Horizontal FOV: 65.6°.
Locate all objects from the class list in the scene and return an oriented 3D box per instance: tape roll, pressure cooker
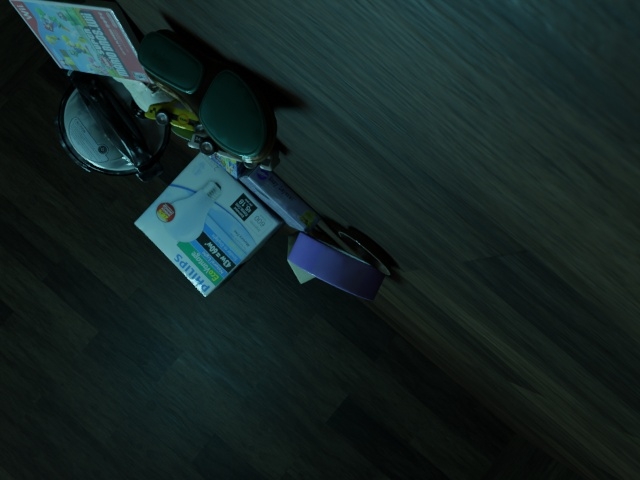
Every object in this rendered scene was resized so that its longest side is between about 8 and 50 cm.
[{"bbox_3d":[0.047,0.071,1.423,0.274,0.090,0.275,26,-179,-1],"label":"tape roll"},{"bbox_3d":[-0.722,-0.417,1.751,0.369,0.376,0.420,12,-173,-25],"label":"pressure cooker"}]

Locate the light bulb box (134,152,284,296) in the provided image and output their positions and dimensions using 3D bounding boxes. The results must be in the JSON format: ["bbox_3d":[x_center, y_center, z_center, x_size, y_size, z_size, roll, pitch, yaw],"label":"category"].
[{"bbox_3d":[-0.366,-0.067,1.722,0.358,0.361,0.225,45,-170,1],"label":"light bulb box"}]

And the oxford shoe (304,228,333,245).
[{"bbox_3d":[0.000,0.000,1.700,0.212,0.076,0.076,59,-169,-26],"label":"oxford shoe"}]

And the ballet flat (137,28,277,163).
[{"bbox_3d":[-0.166,-0.236,0.828,0.342,0.116,0.124,38,-166,24],"label":"ballet flat"}]

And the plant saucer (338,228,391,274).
[{"bbox_3d":[0.119,0.024,1.261,0.168,0.029,0.168,41,175,4],"label":"plant saucer"}]

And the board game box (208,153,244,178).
[{"bbox_3d":[-0.288,-0.268,1.454,0.136,0.035,0.201,38,163,2],"label":"board game box"}]

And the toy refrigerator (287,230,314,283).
[{"bbox_3d":[-0.061,0.048,1.788,0.102,0.094,0.269,61,-173,-18],"label":"toy refrigerator"}]

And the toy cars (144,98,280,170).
[{"bbox_3d":[-0.240,-0.261,1.108,0.176,0.087,0.393,-6,-149,-44],"label":"toy cars"}]

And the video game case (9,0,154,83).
[{"bbox_3d":[-0.535,-0.460,1.132,0.284,0.025,0.204,14,154,17],"label":"video game case"}]

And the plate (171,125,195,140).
[{"bbox_3d":[-0.283,-0.274,1.265,0.188,0.024,0.188,15,-160,-5],"label":"plate"}]

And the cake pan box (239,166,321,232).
[{"bbox_3d":[-0.134,-0.132,1.530,0.246,0.070,0.267,44,173,-14],"label":"cake pan box"}]

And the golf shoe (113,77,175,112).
[{"bbox_3d":[-0.456,-0.418,1.251,0.306,0.115,0.140,39,171,6],"label":"golf shoe"}]
